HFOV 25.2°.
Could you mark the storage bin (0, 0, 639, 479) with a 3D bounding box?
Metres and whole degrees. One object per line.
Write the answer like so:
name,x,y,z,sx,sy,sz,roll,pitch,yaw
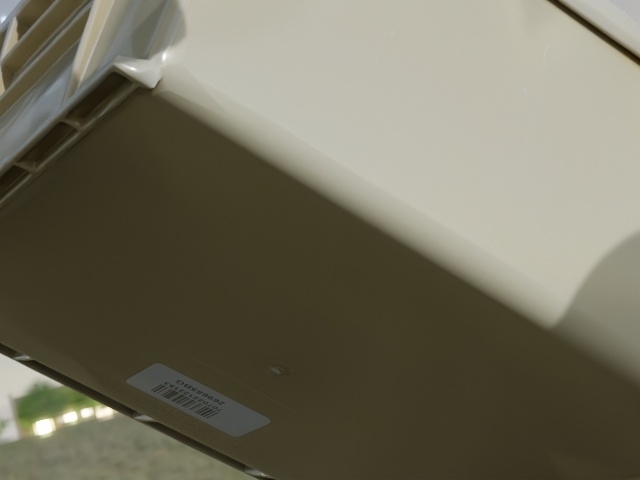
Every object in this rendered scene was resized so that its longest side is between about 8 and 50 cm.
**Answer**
storage bin,0.000,0.000,0.542,0.262,0.123,0.260,30,-31,-22
